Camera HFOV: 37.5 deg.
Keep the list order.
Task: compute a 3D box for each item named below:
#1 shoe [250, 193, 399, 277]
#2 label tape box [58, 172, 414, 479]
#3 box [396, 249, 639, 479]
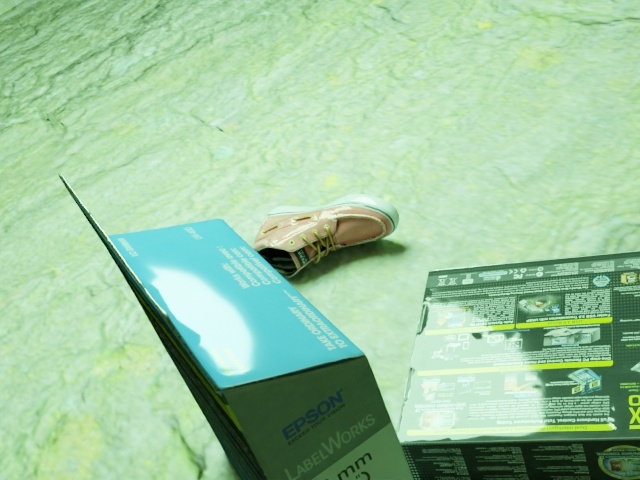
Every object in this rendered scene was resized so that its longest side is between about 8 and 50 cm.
[{"bbox_3d":[0.000,0.000,1.062,0.178,0.063,0.081,-4,40,32],"label":"shoe"},{"bbox_3d":[-0.049,0.095,0.724,0.106,0.333,0.240,-32,37,-14],"label":"label tape box"},{"bbox_3d":[0.213,0.105,0.811,0.270,0.060,0.216,-7,39,21],"label":"box"}]
